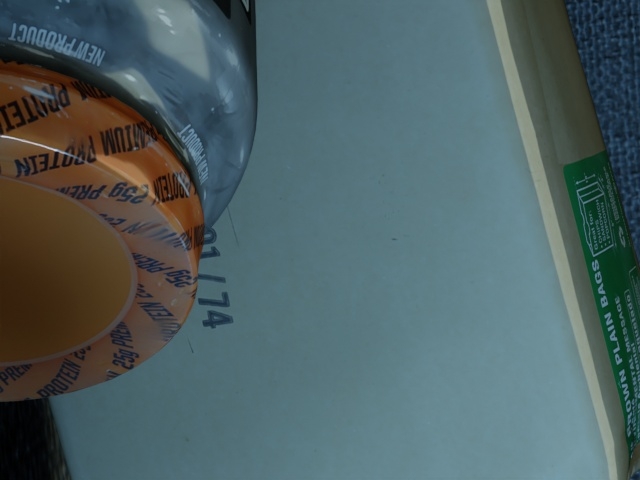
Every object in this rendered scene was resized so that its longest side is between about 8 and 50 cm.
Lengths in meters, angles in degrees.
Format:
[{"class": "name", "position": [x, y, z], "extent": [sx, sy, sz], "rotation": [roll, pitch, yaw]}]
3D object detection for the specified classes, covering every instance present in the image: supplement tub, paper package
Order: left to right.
[{"class": "supplement tub", "position": [-0.121, -0.111, 0.603], "extent": [0.193, 0.194, 0.316], "rotation": [79, 7, -52]}, {"class": "paper package", "position": [0.000, 0.000, 0.844], "extent": [0.168, 0.310, 0.324], "rotation": [-22, 98, -64]}]
